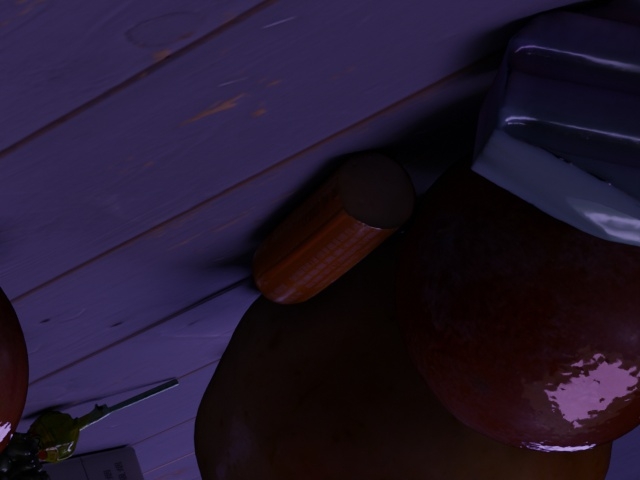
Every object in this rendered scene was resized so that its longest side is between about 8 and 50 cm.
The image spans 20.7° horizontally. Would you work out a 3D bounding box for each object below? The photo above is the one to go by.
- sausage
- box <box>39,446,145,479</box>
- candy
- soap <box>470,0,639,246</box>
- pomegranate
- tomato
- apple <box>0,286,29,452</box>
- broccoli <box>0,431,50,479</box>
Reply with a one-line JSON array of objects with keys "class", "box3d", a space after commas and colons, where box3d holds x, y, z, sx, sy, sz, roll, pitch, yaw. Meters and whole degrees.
[{"class": "sausage", "box3d": [0.000, 0.000, 1.486, 0.071, 0.071, 0.234, -12, 165, -28]}, {"class": "box", "box3d": [-0.343, 0.379, 2.348, 0.259, 0.168, 0.071, -6, 160, -43]}, {"class": "candy", "box3d": [-0.250, 0.201, 2.029, 0.194, 0.058, 0.062, -22, 178, -25]}, {"class": "soap", "box3d": [0.280, -0.087, 1.261, 0.324, 0.193, 0.109, 10, 167, -5]}, {"class": "pomegranate", "box3d": [0.066, 0.179, 1.690, 0.411, 0.411, 0.411, -18, 167, -4]}, {"class": "tomato", "box3d": [0.179, 0.035, 1.408, 0.265, 0.265, 0.265, -18, 167, -4]}, {"class": "apple", "box3d": [-0.313, 0.107, 1.275, 0.209, 0.164, 0.209, -19, 165, -5]}, {"class": "broccoli", "box3d": [-0.406, 0.228, 1.590, 0.248, 0.288, 0.245, -55, -173, -6]}]
